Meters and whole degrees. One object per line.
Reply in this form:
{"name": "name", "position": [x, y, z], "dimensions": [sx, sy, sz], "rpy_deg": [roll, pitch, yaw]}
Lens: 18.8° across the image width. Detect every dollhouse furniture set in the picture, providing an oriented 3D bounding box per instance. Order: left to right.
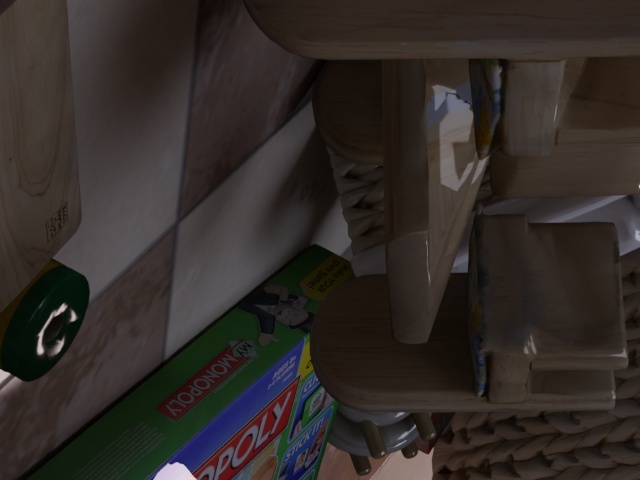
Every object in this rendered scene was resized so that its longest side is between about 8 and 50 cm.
{"name": "dollhouse furniture set", "position": [0.000, 0.000, 0.746], "dimensions": [0.362, 0.256, 0.394], "rpy_deg": [82, 8, -67]}

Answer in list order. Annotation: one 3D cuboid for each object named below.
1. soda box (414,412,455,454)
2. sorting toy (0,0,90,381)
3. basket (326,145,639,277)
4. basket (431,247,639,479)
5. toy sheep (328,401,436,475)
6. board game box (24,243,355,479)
{"name": "soda box", "position": [0.060, 0.065, 1.250], "dimensions": [0.058, 0.063, 0.183], "rpy_deg": [-54, 161, -27]}
{"name": "sorting toy", "position": [-0.136, -0.020, 0.615], "dimensions": [0.132, 0.046, 0.274], "rpy_deg": [-51, 159, -33]}
{"name": "basket", "position": [0.092, -0.032, 1.024], "dimensions": [0.167, 0.103, 0.113], "rpy_deg": [-22, 162, 7]}
{"name": "basket", "position": [0.281, 0.157, 1.319], "dimensions": [0.331, 0.328, 0.266], "rpy_deg": [-22, -115, 60]}
{"name": "toy sheep", "position": [0.030, 0.090, 1.161], "dimensions": [0.091, 0.091, 0.132], "rpy_deg": [-55, 180, -22]}
{"name": "board game box", "position": [-0.085, 0.157, 1.011], "dimensions": [0.317, 0.046, 0.213], "rpy_deg": [-39, 152, -51]}
